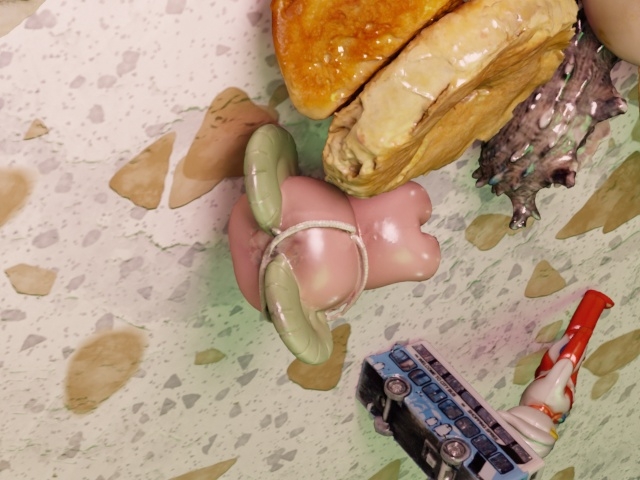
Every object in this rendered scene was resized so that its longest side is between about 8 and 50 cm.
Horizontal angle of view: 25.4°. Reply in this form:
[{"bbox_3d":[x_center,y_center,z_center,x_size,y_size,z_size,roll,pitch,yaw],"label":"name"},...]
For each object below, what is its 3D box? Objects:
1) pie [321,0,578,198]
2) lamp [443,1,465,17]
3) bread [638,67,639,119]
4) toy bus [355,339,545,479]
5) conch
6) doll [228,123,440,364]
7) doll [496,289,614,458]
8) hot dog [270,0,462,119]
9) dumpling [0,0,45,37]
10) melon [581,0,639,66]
[{"bbox_3d":[0.148,-0.164,1.566,0.339,0.083,0.339,-32,165,-10],"label":"pie"},{"bbox_3d":[0.142,-0.233,1.668,0.107,0.092,0.108,19,90,-80],"label":"lamp"},{"bbox_3d":[0.496,-0.235,1.880,0.246,0.111,0.239,73,35,-54],"label":"bread"},{"bbox_3d":[0.185,0.279,2.087,0.131,0.297,0.106,-20,140,-31],"label":"toy bus"},{"bbox_3d":[0.307,-0.166,1.829,0.240,0.186,0.313,-21,130,-67],"label":"conch"},{"bbox_3d":[0.000,0.000,1.683,0.216,0.284,0.268,-14,176,20],"label":"doll"},{"bbox_3d":[0.364,0.228,2.234,0.384,0.099,0.188,-46,160,-48],"label":"doll"},{"bbox_3d":[0.042,-0.260,1.499,0.256,0.153,0.150,-42,175,27],"label":"hot dog"},{"bbox_3d":[-0.271,-0.286,1.219,0.162,0.132,0.250,-19,140,-20],"label":"dumpling"},{"bbox_3d":[0.407,-0.347,1.647,0.223,0.223,0.317,-16,113,-29],"label":"melon"}]
